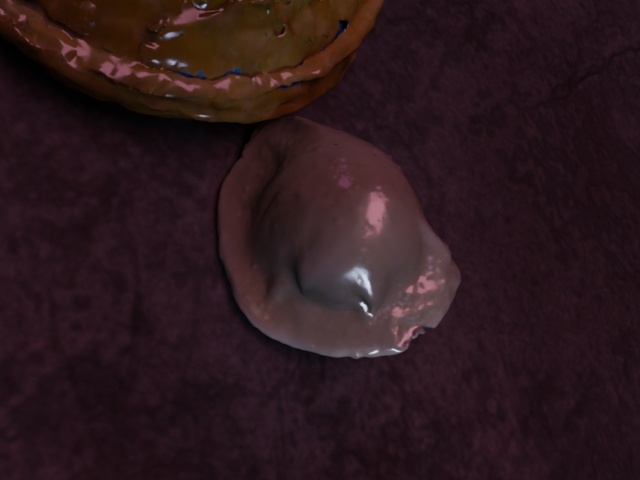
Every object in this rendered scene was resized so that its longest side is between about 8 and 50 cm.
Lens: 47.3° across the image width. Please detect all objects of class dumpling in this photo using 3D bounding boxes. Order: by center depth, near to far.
[{"bbox_3d":[-0.001,0.000,0.532,0.155,0.181,0.111,-48,140,-10],"label":"dumpling"}]

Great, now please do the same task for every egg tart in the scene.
[{"bbox_3d":[-0.098,-0.274,0.517,0.388,0.169,0.387,10,67,-24],"label":"egg tart"}]
